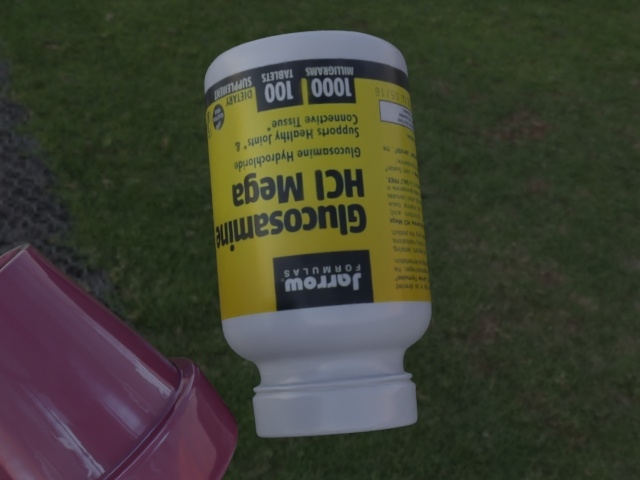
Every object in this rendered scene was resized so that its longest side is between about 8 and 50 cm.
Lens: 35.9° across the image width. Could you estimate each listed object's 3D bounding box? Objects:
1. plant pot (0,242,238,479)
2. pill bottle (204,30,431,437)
[{"bbox_3d":[-0.183,0.111,0.631,0.201,0.180,0.201,-33,15,10],"label":"plant pot"},{"bbox_3d":[0.000,0.000,0.881,0.187,0.334,0.188,-5,-8,-1],"label":"pill bottle"}]
